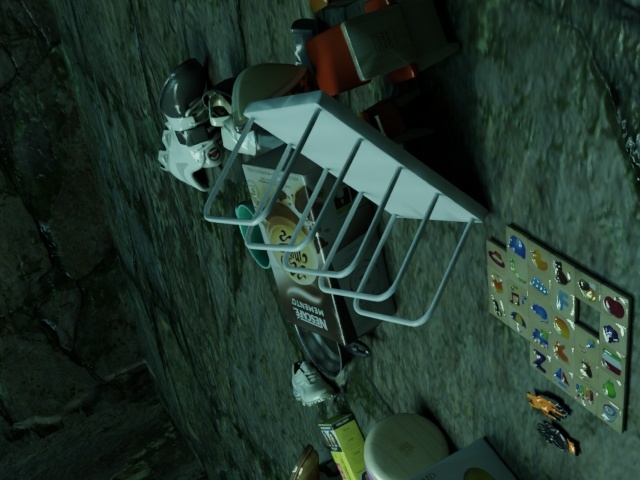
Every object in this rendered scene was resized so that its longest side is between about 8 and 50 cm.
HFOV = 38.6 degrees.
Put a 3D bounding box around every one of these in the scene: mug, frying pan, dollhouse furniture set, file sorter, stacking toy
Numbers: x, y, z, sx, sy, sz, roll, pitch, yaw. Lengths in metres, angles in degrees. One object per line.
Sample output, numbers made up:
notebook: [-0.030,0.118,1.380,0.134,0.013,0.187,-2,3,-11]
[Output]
mug: [-0.090,-0.036,1.713,0.157,0.097,0.129,61,159,16]
frying pan: [0.015,0.155,1.729,0.197,0.053,0.326,63,157,10]
dollhouse furniture set: [0.043,-0.234,1.136,0.259,0.135,0.262,-1,111,67]
file sorter: [0.023,-0.035,1.137,0.278,0.173,0.193,32,167,-27]
stacking toy: [0.141,0.433,1.626,0.141,0.141,0.330,54,161,29]

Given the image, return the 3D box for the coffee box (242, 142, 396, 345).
coffee box: [0.000,0.000,1.475,0.168,0.119,0.297,15,127,50]

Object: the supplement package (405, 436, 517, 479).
supplement package: [0.229,0.480,1.351,0.262,0.199,0.198,51,154,34]

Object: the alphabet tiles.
alphabet tiles: [0.279,0.094,1.097,0.237,0.009,0.198,40,147,50]

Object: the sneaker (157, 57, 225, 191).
sneaker: [-0.252,-0.233,1.903,0.146,0.122,0.330,38,149,18]

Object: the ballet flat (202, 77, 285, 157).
ballet flat: [-0.139,-0.204,1.617,0.280,0.096,0.095,-132,31,-52]

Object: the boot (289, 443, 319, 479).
boot: [-0.011,0.566,1.999,0.115,0.112,0.305,20,131,21]

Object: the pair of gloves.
pair of gloves: [0.302,0.236,1.185,0.074,0.010,0.083,16,130,62]

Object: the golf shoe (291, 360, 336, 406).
golf shoe: [-0.024,0.304,1.963,0.176,0.069,0.086,-2,104,66]

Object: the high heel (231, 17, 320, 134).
high heel: [-0.051,-0.176,1.310,0.093,0.261,0.186,12,135,18]

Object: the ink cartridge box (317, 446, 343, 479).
ink cartridge box: [0.037,0.574,2.081,0.175,0.072,0.127,30,139,57]

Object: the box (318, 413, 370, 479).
box: [0.077,0.478,1.906,0.232,0.058,0.087,66,158,1]
